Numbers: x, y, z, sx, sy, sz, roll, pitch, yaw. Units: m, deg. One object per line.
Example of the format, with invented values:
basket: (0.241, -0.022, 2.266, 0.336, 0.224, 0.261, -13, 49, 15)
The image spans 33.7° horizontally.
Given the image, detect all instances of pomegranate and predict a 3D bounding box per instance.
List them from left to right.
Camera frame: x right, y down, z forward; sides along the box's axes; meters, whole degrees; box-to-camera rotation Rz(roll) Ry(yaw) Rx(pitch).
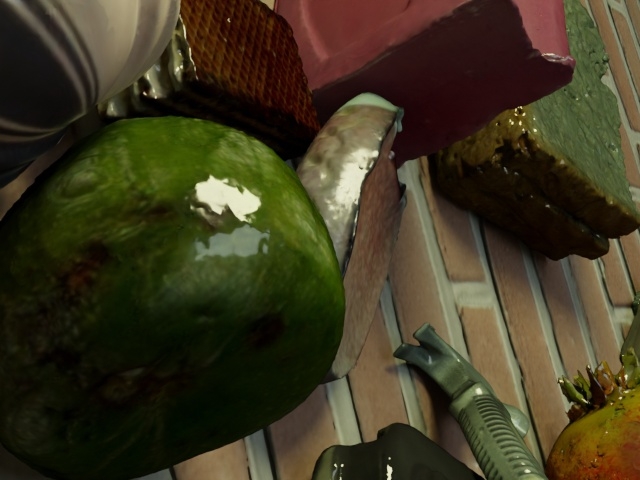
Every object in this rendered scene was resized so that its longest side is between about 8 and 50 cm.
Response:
pomegranate: (0.306, 0.218, 0.975, 0.210, 0.210, 0.235, -2, 66, -55)

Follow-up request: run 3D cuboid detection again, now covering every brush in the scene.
brush: (0.409, 0.102, 1.359, 0.034, 0.028, 0.190, 52, 43, -15)

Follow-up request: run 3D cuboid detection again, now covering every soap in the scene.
soap: (0.084, -0.246, 0.914, 0.128, 0.233, 0.359, 36, 44, -36)

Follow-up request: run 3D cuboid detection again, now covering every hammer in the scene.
hammer: (0.136, 0.156, 0.829, 0.159, 0.041, 0.226, 43, 10, -23)

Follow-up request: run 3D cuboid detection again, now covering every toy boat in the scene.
toy boat: (0.000, 0.000, 0.763, 0.155, 0.085, 0.227, 84, 21, -50)

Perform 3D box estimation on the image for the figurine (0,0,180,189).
figurine: (-0.211, -0.191, 0.461, 0.361, 0.253, 0.211, 52, 2, -15)

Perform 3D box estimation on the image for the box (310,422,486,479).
box: (0.117, 0.339, 0.736, 0.359, 0.091, 0.350, 40, 41, -38)

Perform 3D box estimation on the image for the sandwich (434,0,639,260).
sandwich: (0.225, -0.163, 1.157, 0.262, 0.131, 0.325, 28, 49, -43)

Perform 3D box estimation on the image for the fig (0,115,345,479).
fig: (-0.099, -0.002, 0.574, 0.203, 0.203, 0.235, 26, 29, -45)

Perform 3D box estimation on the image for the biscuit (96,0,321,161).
biscuit: (-0.076, -0.117, 0.699, 0.252, 0.070, 0.106, 13, 59, -70)
